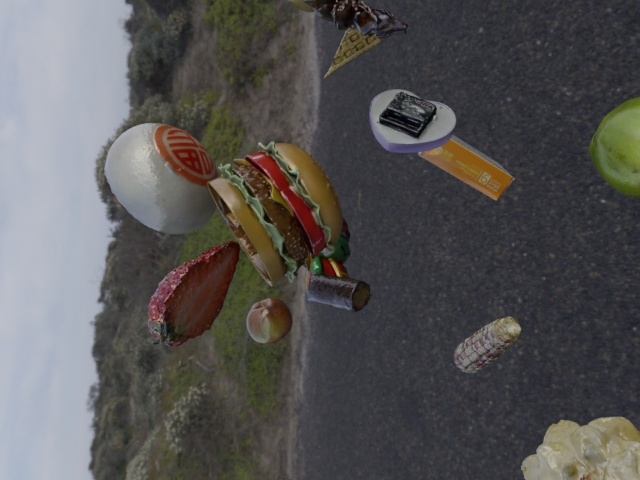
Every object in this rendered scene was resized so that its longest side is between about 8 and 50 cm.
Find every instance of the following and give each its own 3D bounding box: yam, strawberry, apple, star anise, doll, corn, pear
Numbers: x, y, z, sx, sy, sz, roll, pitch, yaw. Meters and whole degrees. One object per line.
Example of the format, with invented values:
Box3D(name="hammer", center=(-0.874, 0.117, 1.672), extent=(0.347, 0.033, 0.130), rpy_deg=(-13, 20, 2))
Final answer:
Box3D(name="yam", center=(0.039, 0.119, 1.153), extent=(0.141, 0.079, 0.079), rpy_deg=(9, 97, 37))
Box3D(name="strawberry", center=(-0.263, 0.099, 0.975), extent=(0.236, 0.107, 0.175), rpy_deg=(-44, -36, -52))
Box3D(name="apple", center=(-0.136, 0.214, 1.330), extent=(0.126, 0.126, 0.101), rpy_deg=(34, 147, 66))
Box3D(name="star anise", center=(0.081, -0.556, 1.209), extent=(0.088, 0.289, 0.288), rpy_deg=(-68, 27, 26))
Box3D(name="doll", center=(0.001, 0.000, 1.390), extent=(0.160, 0.183, 0.362), rpy_deg=(-16, 62, 26))
Box3D(name="corn", center=(0.365, 0.230, 1.097), extent=(0.237, 0.080, 0.079), rpy_deg=(103, 160, -58))
Box3D(name="pear", center=(0.594, -0.155, 0.861), extent=(0.219, 0.188, 0.187), rpy_deg=(49, 133, 42))

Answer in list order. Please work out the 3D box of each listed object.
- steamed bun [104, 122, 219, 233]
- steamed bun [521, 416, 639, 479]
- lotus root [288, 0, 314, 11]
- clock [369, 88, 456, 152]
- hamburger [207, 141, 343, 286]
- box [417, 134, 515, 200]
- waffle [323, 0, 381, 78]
Box3D(name="steamed bun", center=(-0.353, -0.160, 1.180), extent=(0.177, 0.283, 0.282), rpy_deg=(-38, 45, 24))
Box3D(name="steamed bun", center=(0.511, 0.449, 0.867), extent=(0.292, 0.137, 0.295), rpy_deg=(-25, 54, 21))
Box3D(name="lotus root", center=(-0.064, -0.753, 1.436), extent=(0.118, 0.221, 0.125), rpy_deg=(-27, 57, 31))
Box3D(name="clock", center=(0.194, -0.270, 1.107), extent=(0.172, 0.198, 0.064), rpy_deg=(-51, -24, -27))
Box3D(name="hamburger", center=(-0.074, -0.065, 0.994), extent=(0.274, 0.212, 0.274), rpy_deg=(53, 166, 19))
Box3D(name="box", center=(0.415, -0.244, 1.484), extent=(0.091, 0.274, 0.220), rpy_deg=(-58, 11, 21))
Box3D(name="waffle", center=(0.060, -0.548, 1.364), extent=(0.125, 0.191, 0.032), rpy_deg=(55, -162, -30))
